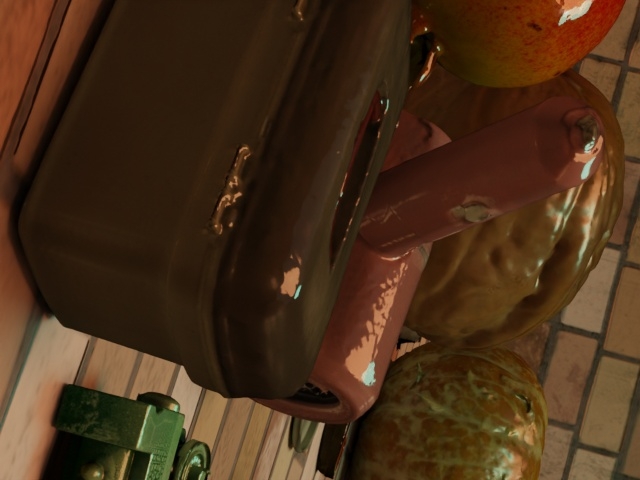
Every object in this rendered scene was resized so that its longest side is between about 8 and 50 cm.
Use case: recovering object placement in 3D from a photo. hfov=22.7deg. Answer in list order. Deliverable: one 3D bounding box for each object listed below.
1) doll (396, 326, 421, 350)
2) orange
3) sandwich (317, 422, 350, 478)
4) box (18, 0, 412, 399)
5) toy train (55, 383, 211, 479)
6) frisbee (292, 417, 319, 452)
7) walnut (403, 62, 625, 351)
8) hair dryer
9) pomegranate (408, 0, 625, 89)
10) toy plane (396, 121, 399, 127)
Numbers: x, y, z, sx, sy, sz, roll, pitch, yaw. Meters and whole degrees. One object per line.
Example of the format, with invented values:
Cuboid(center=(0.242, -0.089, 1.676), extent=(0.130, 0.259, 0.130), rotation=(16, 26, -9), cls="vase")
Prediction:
Cuboid(center=(0.120, 0.040, 1.911), extent=(0.192, 0.095, 0.149), rotation=(-49, 155, -75), cls="doll")
Cuboid(center=(0.172, 0.285, 2.127), extent=(0.329, 0.249, 0.329), rotation=(18, 90, -84), cls="orange")
Cuboid(center=(0.018, 0.221, 1.808), extent=(0.069, 0.026, 0.101), rotation=(-64, 169, -65), cls="sandwich")
Cuboid(center=(-0.042, -0.043, 0.741), extent=(0.148, 0.129, 0.210), rotation=(86, 22, -64), cls="box")
Cuboid(center=(-0.114, 0.164, 0.832), extent=(0.104, 0.071, 0.178), rotation=(40, 64, -71), cls="toy train")
Cuboid(center=(-0.008, 0.158, 1.587), extent=(0.110, 0.014, 0.110), rotation=(16, 90, -79), cls="frisbee")
Cuboid(center=(0.162, -0.039, 1.561), extent=(0.277, 0.252, 0.313), rotation=(-49, 162, -69), cls="walnut")
Cuboid(center=(0.062, -0.010, 1.040), extent=(0.352, 0.125, 0.210), rotation=(-25, -140, 60), cls="hair dryer")
Cuboid(center=(0.135, -0.220, 1.286), extent=(0.256, 0.221, 0.221), rotation=(-42, 166, -4), cls="pomegranate")
Cuboid(center=(0.002, -0.083, 1.004), extent=(0.174, 0.080, 0.174), rotation=(-169, -90, -86), cls="toy plane")
